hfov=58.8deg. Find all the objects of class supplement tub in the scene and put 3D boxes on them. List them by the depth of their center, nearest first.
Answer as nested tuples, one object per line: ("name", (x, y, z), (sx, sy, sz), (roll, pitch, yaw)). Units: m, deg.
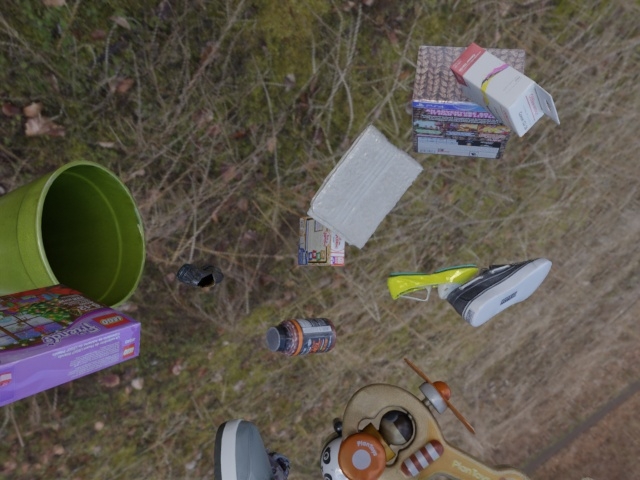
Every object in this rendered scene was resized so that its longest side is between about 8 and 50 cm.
("supplement tub", (-0.058, 0.279, 1.639), (0.198, 0.106, 0.106), (2, 131, -38))

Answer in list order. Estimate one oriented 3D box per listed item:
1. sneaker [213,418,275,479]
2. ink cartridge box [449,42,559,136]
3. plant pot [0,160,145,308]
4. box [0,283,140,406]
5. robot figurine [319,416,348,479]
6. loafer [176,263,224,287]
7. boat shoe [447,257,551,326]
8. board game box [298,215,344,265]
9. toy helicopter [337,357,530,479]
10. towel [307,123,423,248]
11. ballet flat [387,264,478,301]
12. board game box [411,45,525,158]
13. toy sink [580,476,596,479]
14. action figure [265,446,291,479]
("sneaker", (-0.002, 0.324, 0.621), (0.178, 0.295, 0.124), (-20, 166, 6))
("ink cartridge box", (0.344, -0.272, 1.061), (0.067, 0.198, 0.115), (-46, 145, 9))
("plant pot", (-0.701, 0.012, 1.427), (0.353, 0.366, 0.366), (-8, 156, 18))
("box", (-0.418, 0.136, 0.741), (0.293, 0.201, 0.057), (-14, 116, -54))
("robot figurine", (0.079, 0.683, 1.764), (0.173, 0.209, 0.278), (-50, 173, -9))
("loafer", (-0.289, 0.098, 1.426), (0.062, 0.061, 0.170), (-60, 158, 10))
("boat shoe", (0.423, 0.099, 1.341), (0.301, 0.102, 0.108), (-25, 138, -28))
("board game box", (0.000, 0.000, 1.613), (0.045, 0.193, 0.146), (4, 87, -29))
("toy helicopter", (0.212, 0.366, 1.019), (0.140, 0.355, 0.235), (79, 36, -73))
("towel", (0.111, -0.132, 1.460), (0.187, 0.049, 0.282), (36, 100, -14))
("ballet flat", (0.280, 0.111, 1.417), (0.231, 0.077, 0.077), (-8, 164, 21))
("board game box", (0.345, -0.323, 1.370), (0.291, 0.232, 0.141), (58, 39, -73))
("toy sink", (0.529, 0.598, 1.094), (0.131, 0.153, 0.234), (33, 82, -51))
("action figure", (-0.145, 0.535, 1.246), (0.185, 0.099, 0.285), (-45, 177, -22))
